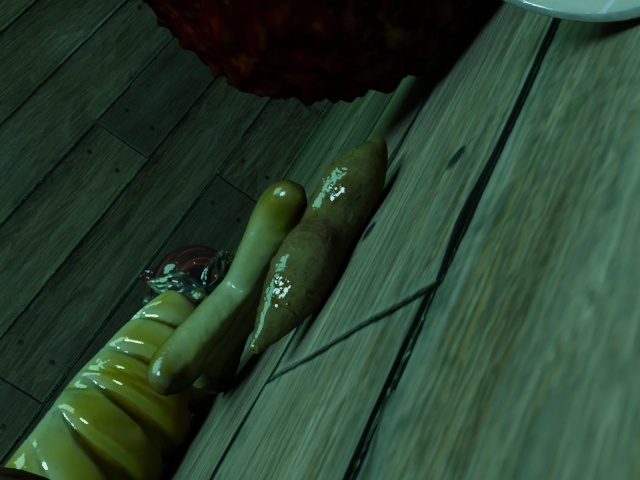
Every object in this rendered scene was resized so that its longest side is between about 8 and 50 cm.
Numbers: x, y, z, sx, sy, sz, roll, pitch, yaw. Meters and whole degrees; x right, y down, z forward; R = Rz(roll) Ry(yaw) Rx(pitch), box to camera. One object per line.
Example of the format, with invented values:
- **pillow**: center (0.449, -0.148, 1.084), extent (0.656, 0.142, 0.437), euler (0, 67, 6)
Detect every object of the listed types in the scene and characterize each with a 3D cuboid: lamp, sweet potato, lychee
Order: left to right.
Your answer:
- **lamp**: center (-0.217, 0.072, 1.225), extent (0.223, 0.215, 0.151), euler (39, 131, 52)
- **lychee**: center (-0.005, -0.355, 0.665), extent (0.425, 0.424, 0.500), euler (-57, -15, -13)
- **sweet potato**: center (0.000, 0.001, 0.548), extent (0.218, 0.051, 0.065), euler (-60, -6, -27)

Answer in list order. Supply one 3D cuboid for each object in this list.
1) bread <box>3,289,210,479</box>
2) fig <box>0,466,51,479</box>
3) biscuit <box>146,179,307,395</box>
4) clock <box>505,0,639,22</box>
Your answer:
- **bread**: center (-0.209, 0.206, 0.680), extent (0.311, 0.121, 0.173), euler (-58, -3, -40)
- **fig**: center (-0.241, 0.253, 0.431), extent (0.235, 0.214, 0.235), euler (-171, 90, -84)
- **biscuit**: center (-0.069, 0.047, 0.628), extent (0.208, 0.047, 0.164), euler (-56, -13, -4)
- **clock**: center (0.090, -0.159, 0.261), extent (0.063, 0.155, 0.229), euler (-56, 10, -9)
